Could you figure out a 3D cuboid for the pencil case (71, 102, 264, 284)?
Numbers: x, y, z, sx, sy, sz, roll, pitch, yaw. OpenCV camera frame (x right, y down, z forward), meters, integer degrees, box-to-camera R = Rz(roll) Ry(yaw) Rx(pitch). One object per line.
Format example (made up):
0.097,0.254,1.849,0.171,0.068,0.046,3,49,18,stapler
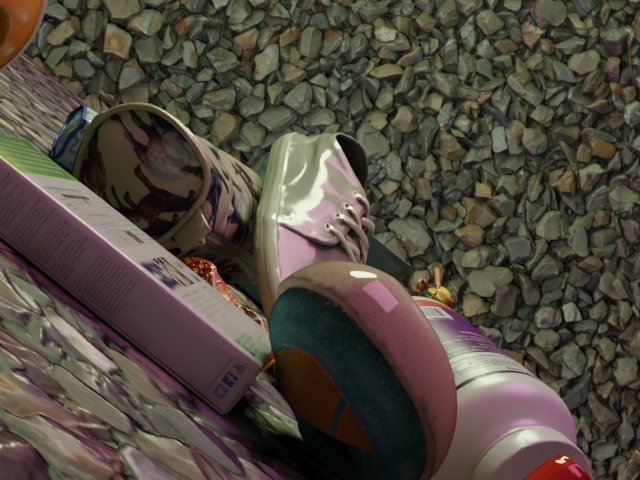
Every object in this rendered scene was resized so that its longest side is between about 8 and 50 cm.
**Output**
-0.157,-0.038,1.522,0.183,0.160,0.410,62,7,12,pencil case

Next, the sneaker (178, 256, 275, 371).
-0.109,0.079,1.296,0.175,0.064,0.067,46,-15,40,sneaker

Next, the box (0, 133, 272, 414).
-0.182,0.020,1.096,0.322,0.058,0.232,40,1,1,box

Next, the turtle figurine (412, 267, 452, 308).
0.151,0.153,2.049,0.087,0.217,0.269,39,1,1,turtle figurine

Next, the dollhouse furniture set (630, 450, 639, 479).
0.323,0.334,1.218,0.129,0.183,0.129,38,2,-39,dollhouse furniture set

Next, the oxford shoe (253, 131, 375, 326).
0.000,0.000,1.529,0.449,0.130,0.169,-85,163,-54,oxford shoe

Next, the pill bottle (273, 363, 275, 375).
0.004,0.153,1.296,0.067,0.067,0.120,38,1,-35,pill bottle

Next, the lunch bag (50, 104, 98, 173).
-0.308,-0.125,1.762,0.129,0.096,0.151,38,11,-19,lunch bag

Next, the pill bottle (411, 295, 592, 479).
0.146,0.193,1.316,0.181,0.181,0.323,38,2,-29,pill bottle

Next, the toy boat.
0.063,0.159,1.017,0.318,0.148,0.267,39,-22,32,toy boat

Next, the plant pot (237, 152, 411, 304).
-0.028,0.026,1.991,0.293,0.196,0.293,38,2,-1,plant pot

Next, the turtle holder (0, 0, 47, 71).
-0.395,-0.264,1.095,0.320,0.243,0.227,48,15,-24,turtle holder
